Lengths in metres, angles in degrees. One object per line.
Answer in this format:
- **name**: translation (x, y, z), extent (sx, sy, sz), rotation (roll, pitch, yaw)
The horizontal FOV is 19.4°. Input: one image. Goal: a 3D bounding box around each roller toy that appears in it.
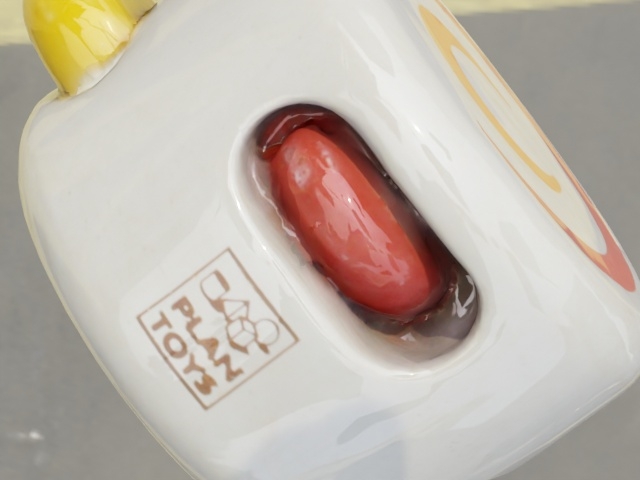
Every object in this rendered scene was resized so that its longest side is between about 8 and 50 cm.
- **roller toy**: translation (0.000, 0.000, 0.615), extent (0.146, 0.191, 0.209), rotation (-37, 136, 12)
